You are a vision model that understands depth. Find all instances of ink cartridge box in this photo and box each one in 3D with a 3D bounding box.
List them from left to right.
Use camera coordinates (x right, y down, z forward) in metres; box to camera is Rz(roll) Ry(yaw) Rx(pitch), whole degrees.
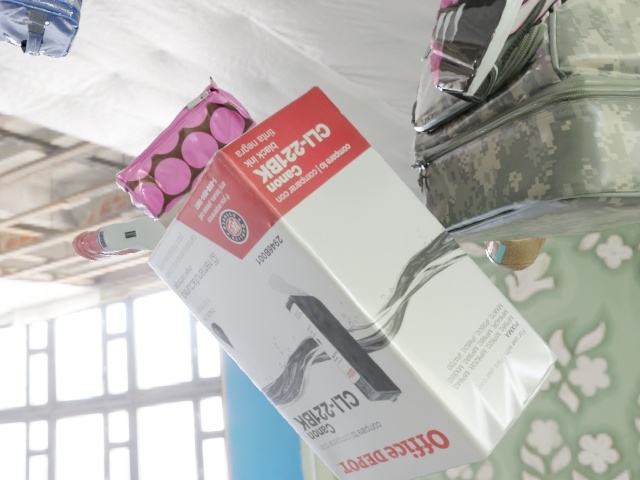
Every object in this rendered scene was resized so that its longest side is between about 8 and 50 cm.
[{"bbox_3d":[0.014,0.052,0.595,0.114,0.273,0.197,-42,-1,-36],"label":"ink cartridge box"}]

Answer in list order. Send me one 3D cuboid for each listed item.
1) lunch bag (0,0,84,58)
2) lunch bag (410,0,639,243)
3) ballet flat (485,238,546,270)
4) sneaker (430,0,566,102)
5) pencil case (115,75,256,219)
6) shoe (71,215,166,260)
[{"bbox_3d":[-0.229,-0.188,0.610,0.067,0.065,0.098,14,-15,-23],"label":"lunch bag"},{"bbox_3d":[0.221,-0.139,0.742,0.212,0.256,0.305,-2,-6,-17],"label":"lunch bag"},{"bbox_3d":[0.363,-0.112,1.227,0.116,0.342,0.124,27,-14,22],"label":"ballet flat"},{"bbox_3d":[0.139,-0.170,0.496,0.077,0.072,0.178,10,-63,-27],"label":"sneaker"},{"bbox_3d":[-0.195,-0.128,1.068,0.209,0.095,0.098,-46,-28,1],"label":"pencil case"},{"bbox_3d":[-0.355,-0.003,1.343,0.081,0.063,0.178,-11,0,25],"label":"shoe"}]
